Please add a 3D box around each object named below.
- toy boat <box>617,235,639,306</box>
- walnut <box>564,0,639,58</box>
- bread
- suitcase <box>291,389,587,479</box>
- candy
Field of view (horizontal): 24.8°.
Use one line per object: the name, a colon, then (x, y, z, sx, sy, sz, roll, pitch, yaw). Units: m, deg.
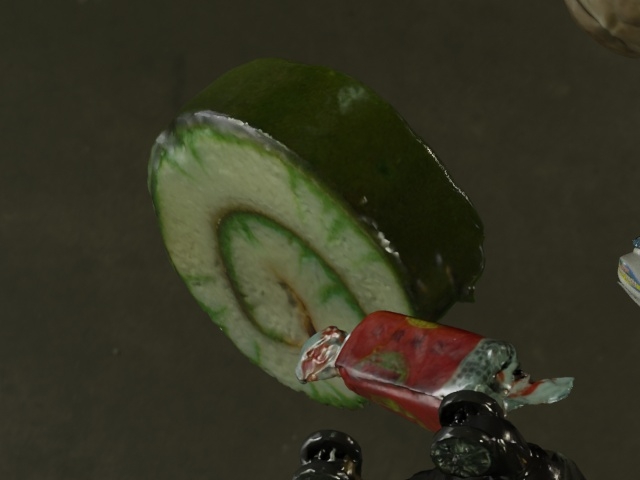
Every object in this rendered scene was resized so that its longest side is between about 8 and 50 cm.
toy boat: (0.459, 0.046, 1.793, 0.141, 0.141, 0.269, 4, 29, -20)
walnut: (0.192, -0.161, 0.730, 0.140, 0.140, 0.162, 34, 73, -1)
bread: (0.000, 0.000, 1.422, 0.382, 0.366, 0.129, 17, 48, 41)
suitcase: (0.090, 0.232, 0.592, 0.312, 0.128, 0.202, 56, 30, -27)
candy: (0.082, 0.105, 1.151, 0.086, 0.292, 0.059, -51, 124, -21)
